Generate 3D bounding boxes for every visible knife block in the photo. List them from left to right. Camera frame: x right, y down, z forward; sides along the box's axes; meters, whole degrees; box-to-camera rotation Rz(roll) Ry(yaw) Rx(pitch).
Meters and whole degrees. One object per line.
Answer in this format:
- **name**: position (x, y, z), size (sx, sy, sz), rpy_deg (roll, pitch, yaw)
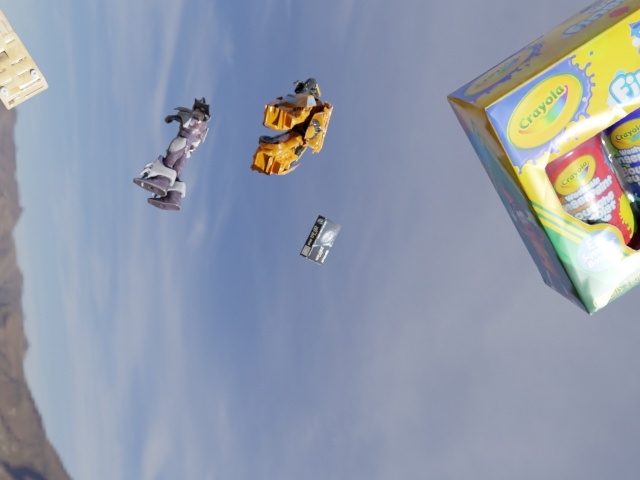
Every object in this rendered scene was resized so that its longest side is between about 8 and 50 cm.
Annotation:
- **knife block**: position (-0.640, -0.387, 1.600), size (0.275, 0.088, 0.242), rpy_deg (60, -15, -16)

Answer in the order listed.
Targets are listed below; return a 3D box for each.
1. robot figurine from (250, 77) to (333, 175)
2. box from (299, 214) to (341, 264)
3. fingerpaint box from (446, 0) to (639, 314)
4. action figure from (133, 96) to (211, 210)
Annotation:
- **robot figurine**: position (-0.055, -0.236, 1.802), size (0.291, 0.085, 0.211), rpy_deg (-38, 148, -63)
- **box**: position (0.000, 0.000, 1.563), size (0.018, 0.067, 0.083), rpy_deg (26, -92, 30)
- **fingerpaint box**: position (0.476, -0.170, 1.238), size (0.371, 0.445, 0.163), rpy_deg (58, -1, -20)
- **action figure**: position (-0.321, -0.215, 1.909), size (0.185, 0.099, 0.285), rpy_deg (92, 15, -60)
